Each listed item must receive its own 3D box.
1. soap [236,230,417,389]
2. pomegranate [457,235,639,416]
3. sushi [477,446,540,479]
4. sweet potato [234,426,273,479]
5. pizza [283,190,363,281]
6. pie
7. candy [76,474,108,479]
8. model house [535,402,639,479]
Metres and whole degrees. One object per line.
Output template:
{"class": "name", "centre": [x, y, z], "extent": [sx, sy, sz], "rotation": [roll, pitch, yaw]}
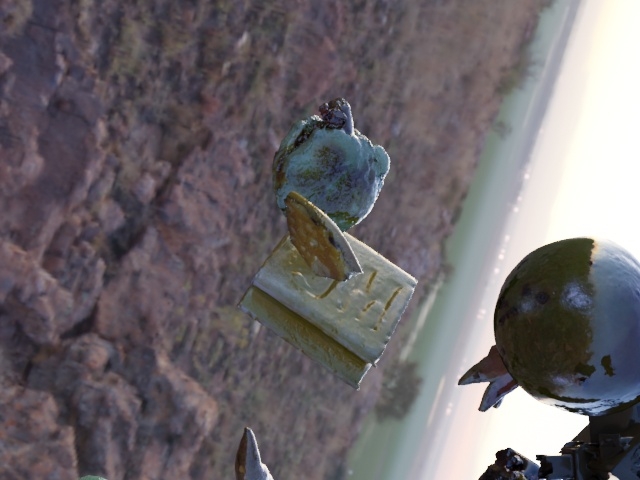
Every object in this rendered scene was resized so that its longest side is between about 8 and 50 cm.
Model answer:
{"class": "soap", "centre": [0.023, 0.123, 2.086], "extent": [0.293, 0.335, 0.156], "rotation": [-53, 177, -41]}
{"class": "pomegranate", "centre": [0.367, 0.128, 1.409], "extent": [0.290, 0.323, 0.291], "rotation": [12, 73, -41]}
{"class": "sushi", "centre": [0.470, 0.600, 2.278], "extent": [0.150, 0.153, 0.172], "rotation": [-58, 177, -6]}
{"class": "sweet potato", "centre": [-0.117, 0.421, 1.640], "extent": [0.067, 0.059, 0.281], "rotation": [-51, 159, -26]}
{"class": "pizza", "centre": [0.000, 0.000, 1.366], "extent": [0.035, 0.160, 0.099], "rotation": [-33, 170, -31]}
{"class": "pie", "centre": [0.016, -0.139, 1.957], "extent": [0.257, 0.105, 0.274], "rotation": [-47, 125, -6]}
{"class": "candy", "centre": [-0.307, 0.471, 1.474], "extent": [0.119, 0.440, 0.119], "rotation": [-1, 91, -35]}
{"class": "model house", "centre": [0.484, 0.352, 1.573], "extent": [0.211, 0.243, 0.205], "rotation": [144, -56, -75]}
